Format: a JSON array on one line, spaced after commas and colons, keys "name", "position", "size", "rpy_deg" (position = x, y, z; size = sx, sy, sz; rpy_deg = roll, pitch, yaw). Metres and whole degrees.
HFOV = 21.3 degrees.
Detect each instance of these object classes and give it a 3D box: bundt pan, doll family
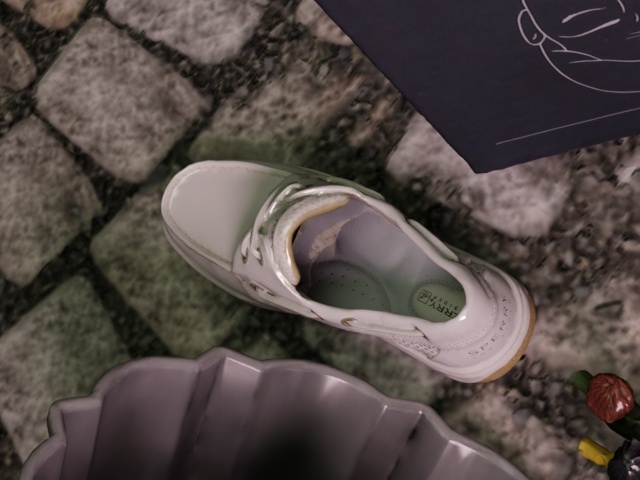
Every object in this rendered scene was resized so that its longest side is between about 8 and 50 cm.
[{"name": "bundt pan", "position": [-0.010, 0.206, 0.872], "size": [0.331, 0.331, 0.124], "rpy_deg": [44, 125, 33]}, {"name": "doll family", "position": [0.201, 0.135, 0.886], "size": [0.193, 0.111, 0.076], "rpy_deg": [25, 83, 32]}]

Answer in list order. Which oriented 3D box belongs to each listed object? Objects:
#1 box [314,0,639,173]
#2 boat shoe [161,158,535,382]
[{"name": "box", "position": [0.140, -0.228, 0.895], "size": [0.294, 0.395, 0.212], "rpy_deg": [-13, 64, 22]}, {"name": "boat shoe", "position": [0.000, 0.000, 1.054], "size": [0.277, 0.096, 0.098], "rpy_deg": [20, 81, 32]}]
